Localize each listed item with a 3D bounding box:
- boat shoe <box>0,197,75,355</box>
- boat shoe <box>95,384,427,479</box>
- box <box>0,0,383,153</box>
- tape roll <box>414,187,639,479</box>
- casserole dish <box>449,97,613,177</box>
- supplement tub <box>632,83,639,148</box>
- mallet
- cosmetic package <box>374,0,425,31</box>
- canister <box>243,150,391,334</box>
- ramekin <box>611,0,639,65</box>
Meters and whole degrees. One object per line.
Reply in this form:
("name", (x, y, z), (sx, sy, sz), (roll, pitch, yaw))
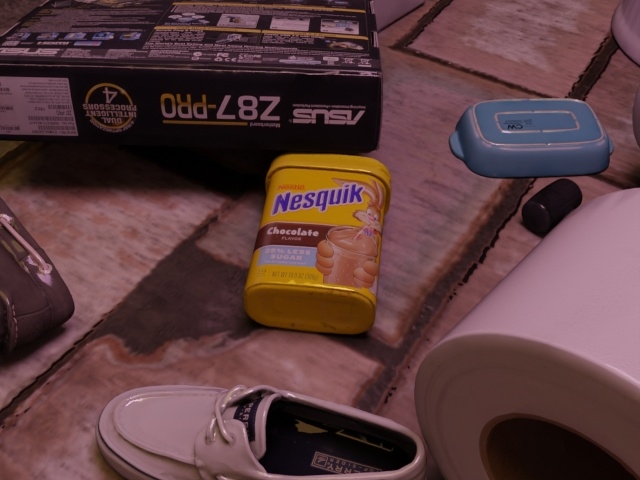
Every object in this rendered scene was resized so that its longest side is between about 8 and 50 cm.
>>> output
("boat shoe", (-0.343, -0.022, 0.717), (0.095, 0.112, 0.335), (-15, 51, -38))
("boat shoe", (-0.047, 0.143, 0.565), (0.258, 0.084, 0.095), (6, 47, 5))
("box", (-0.132, -0.210, 0.849), (0.394, 0.097, 0.318), (1, 34, 0))
("tape roll", (0.206, 0.111, 0.491), (0.246, 0.246, 0.169), (35, 54, 28))
("casserole dish", (0.242, -0.122, 0.858), (0.188, 0.037, 0.114), (-2, 46, -2))
("supplement tub", (0.455, -0.064, 0.672), (0.228, 0.228, 0.316), (-10, 47, -10))
("mallet", (0.278, 0.011, 0.734), (0.062, 0.039, 0.190), (-25, 55, -24))
("cosmetic package", (0.038, -0.474, 0.964), (0.197, 0.366, 0.155), (31, 52, 27))
("canister", (0.000, 0.000, 0.713), (0.126, 0.073, 0.170), (5, 48, 4))
("ramekin", (0.538, -0.317, 0.980), (0.277, 0.135, 0.277), (0, 46, 0))
